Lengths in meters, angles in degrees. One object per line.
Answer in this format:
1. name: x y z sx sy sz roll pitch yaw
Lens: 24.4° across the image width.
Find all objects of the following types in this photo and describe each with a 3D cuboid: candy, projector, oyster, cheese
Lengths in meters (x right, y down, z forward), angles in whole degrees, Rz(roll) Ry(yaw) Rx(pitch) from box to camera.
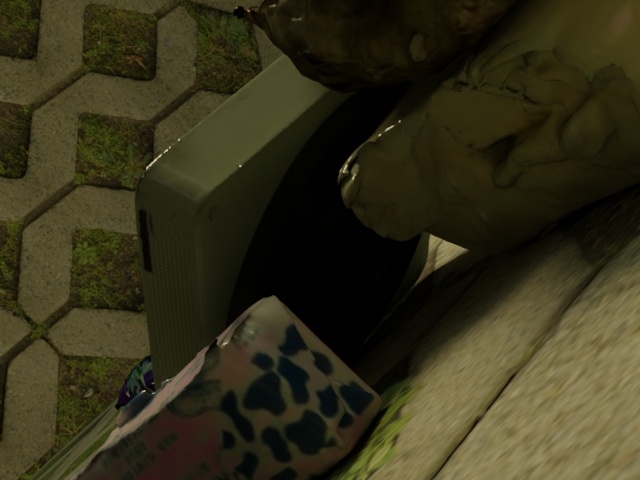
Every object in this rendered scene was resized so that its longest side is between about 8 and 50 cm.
1. candy: -0.191 0.169 1.953 0.145 0.070 0.275 -34 -2 -21
2. candy: -0.056 0.109 0.786 0.160 0.092 0.073 -42 4 27
3. projector: -0.004 -0.002 0.947 0.259 0.079 0.257 -45 -30 -36
4. oyster: 0.048 -0.140 0.773 0.166 0.094 0.294 -40 5 -3
5. cheese: 0.135 -0.089 0.815 0.233 0.127 0.266 -48 2 -28
